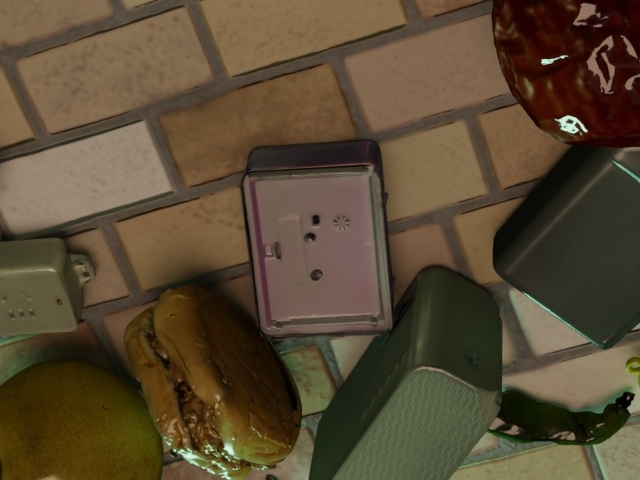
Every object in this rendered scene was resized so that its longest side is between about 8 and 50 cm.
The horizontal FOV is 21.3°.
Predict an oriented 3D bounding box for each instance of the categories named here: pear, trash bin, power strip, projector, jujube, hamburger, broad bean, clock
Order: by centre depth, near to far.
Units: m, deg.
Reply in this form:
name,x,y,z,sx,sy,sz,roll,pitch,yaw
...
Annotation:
name,x,y,z,sx,sy,sz,roll,pitch,yaw
jujube,0.262,-0.200,1.535,0.213,0.213,0.232,-4,88,7
trash bin,0.303,-0.022,1.687,0.177,0.101,0.236,34,117,-14
clock,0.001,0.000,1.736,0.145,0.073,0.193,-3,117,6
hamburger,-0.109,0.148,1.751,0.108,0.213,0.214,-36,109,16
projector,0.088,0.180,1.752,0.108,0.198,0.250,28,117,-9
power strip,-0.407,0.056,1.797,0.338,0.058,0.098,-4,133,7
pear,-0.264,0.230,1.812,0.209,0.209,0.208,2,118,4
broad bean,0.240,0.192,1.831,0.195,0.046,0.061,-2,106,0

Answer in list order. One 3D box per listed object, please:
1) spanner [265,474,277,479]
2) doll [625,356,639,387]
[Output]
name,x,y,z,sx,sy,sz,roll,pitch,yaw
spanner,-0.028,0.378,1.968,0.054,0.015,0.254,-17,115,11
doll,0.419,0.155,1.777,0.207,0.081,0.129,15,126,-2
